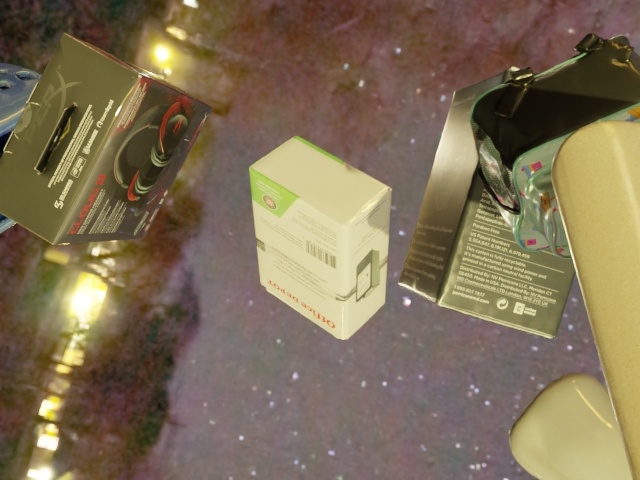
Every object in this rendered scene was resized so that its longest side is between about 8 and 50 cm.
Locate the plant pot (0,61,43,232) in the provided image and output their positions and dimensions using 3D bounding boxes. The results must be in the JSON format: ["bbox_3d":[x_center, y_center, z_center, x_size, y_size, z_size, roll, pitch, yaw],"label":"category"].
[{"bbox_3d":[-0.554,-0.156,1.272,0.236,0.212,0.236,-46,165,-45],"label":"plant pot"}]

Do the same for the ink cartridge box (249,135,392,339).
[{"bbox_3d":[0.000,0.000,1.300,0.115,0.198,0.272,-40,147,-31],"label":"ink cartridge box"}]

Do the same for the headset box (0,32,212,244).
[{"bbox_3d":[-0.269,-0.114,1.002,0.218,0.110,0.293,-61,172,5],"label":"headset box"}]

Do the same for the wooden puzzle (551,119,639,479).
[{"bbox_3d":[0.233,0.046,0.340,0.044,0.239,0.220,118,-31,-60],"label":"wooden puzzle"}]

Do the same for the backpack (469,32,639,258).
[{"bbox_3d":[0.233,-0.068,0.737,0.144,0.166,0.188,62,-2,25],"label":"backpack"}]

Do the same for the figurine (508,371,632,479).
[{"bbox_3d":[0.265,0.143,0.513,0.209,0.215,0.092,45,-17,46],"label":"figurine"}]

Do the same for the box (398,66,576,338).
[{"bbox_3d":[0.315,-0.064,1.413,0.293,0.212,0.395,-151,-103,-82],"label":"box"}]
